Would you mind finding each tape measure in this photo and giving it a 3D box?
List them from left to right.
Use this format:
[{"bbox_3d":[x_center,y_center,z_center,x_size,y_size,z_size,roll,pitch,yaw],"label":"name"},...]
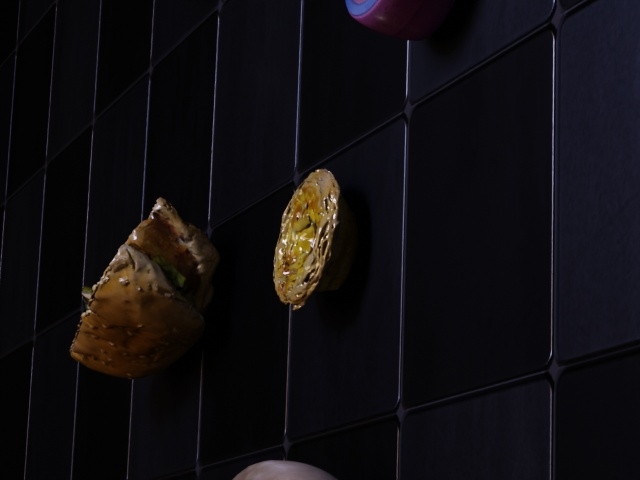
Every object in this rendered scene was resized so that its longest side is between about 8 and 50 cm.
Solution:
[{"bbox_3d":[0.072,-0.222,1.538,0.118,0.074,0.125,-96,29,-44],"label":"tape measure"}]

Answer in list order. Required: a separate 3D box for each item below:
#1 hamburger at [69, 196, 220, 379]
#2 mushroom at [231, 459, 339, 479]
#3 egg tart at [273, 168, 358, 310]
[{"bbox_3d":[-0.183,0.071,2.022,0.124,0.131,0.262,-54,2,-27],"label":"hamburger"},{"bbox_3d":[-0.054,0.273,1.531,0.204,0.204,0.204,-173,90,-69],"label":"mushroom"},{"bbox_3d":[0.000,0.000,1.687,0.129,0.049,0.128,-167,90,-71],"label":"egg tart"}]
